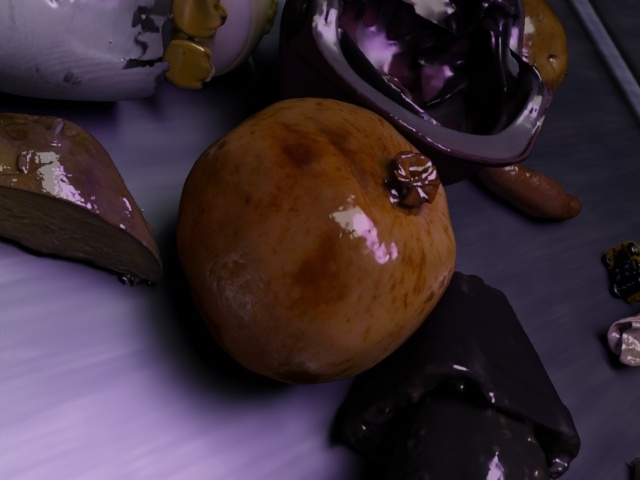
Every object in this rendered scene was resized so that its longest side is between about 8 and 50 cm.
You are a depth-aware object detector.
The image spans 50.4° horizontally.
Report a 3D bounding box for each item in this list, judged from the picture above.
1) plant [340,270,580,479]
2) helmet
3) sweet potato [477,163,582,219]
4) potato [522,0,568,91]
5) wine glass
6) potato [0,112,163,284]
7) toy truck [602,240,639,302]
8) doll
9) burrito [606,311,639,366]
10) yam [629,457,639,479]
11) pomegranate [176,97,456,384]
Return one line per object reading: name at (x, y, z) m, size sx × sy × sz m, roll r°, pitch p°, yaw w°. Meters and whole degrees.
plant at (0.113, 0.144, 0.564) m, size 0.164 × 0.142 × 0.256 m, roll 35°, pitch 34°, yaw -17°
helmet at (0.070, -0.165, 0.697) m, size 0.271 × 0.197 × 0.338 m, roll 18°, pitch 54°, yaw -21°
sweet potato at (0.287, -0.067, 0.916) m, size 0.255 × 0.058 × 0.078 m, roll 19°, pitch 30°, yaw -35°
potato at (0.240, -0.338, 0.996) m, size 0.195 × 0.176 × 0.369 m, roll -14°, pitch 65°, yaw -16°
wine glass at (-0.263, -0.169, 0.468) m, size 0.321 × 0.143 × 0.143 m, roll -3°, pitch 64°, yaw -43°
potato at (-0.175, -0.044, 0.485) m, size 0.172 × 0.089 × 0.101 m, roll 22°, pitch 47°, yaw -25°
toy truck at (0.444, 0.043, 0.976) m, size 0.054 × 0.049 × 0.083 m, roll 25°, pitch 50°, yaw -28°
doll at (-0.083, -0.252, 0.676) m, size 0.117 × 0.141 × 0.296 m, roll 21°, pitch 40°, yaw 8°
burrito at (0.459, 0.118, 0.924) m, size 0.226 × 0.060 × 0.087 m, roll -9°, pitch 88°, yaw -44°
yam at (0.347, 0.298, 0.737) m, size 0.027 × 0.033 × 0.129 m, roll 60°, pitch 42°, yaw -27°
pomegranate at (0.000, 0.000, 0.514) m, size 0.215 × 0.215 × 0.215 m, roll 22°, pitch 50°, yaw -28°
